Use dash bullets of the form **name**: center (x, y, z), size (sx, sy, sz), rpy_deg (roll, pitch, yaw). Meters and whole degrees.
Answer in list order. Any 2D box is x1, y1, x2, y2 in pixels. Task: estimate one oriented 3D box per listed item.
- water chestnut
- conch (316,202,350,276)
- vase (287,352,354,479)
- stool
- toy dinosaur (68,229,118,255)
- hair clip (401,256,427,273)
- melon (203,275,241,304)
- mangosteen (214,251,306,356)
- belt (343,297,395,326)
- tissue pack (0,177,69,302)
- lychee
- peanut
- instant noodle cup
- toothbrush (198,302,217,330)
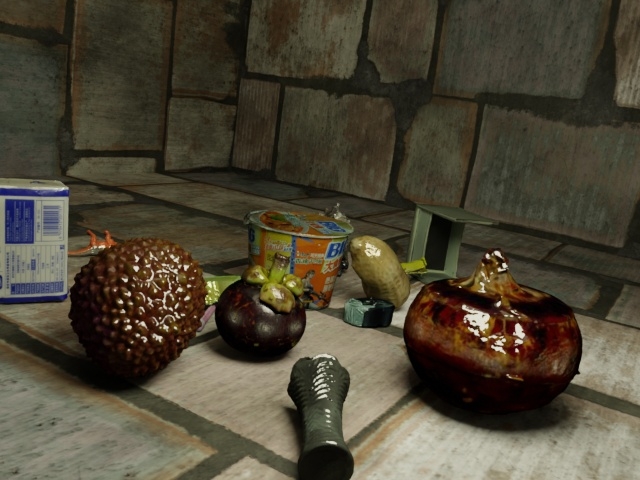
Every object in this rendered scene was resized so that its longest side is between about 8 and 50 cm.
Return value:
- **water chestnut**: center (0.328, 0.164, 1.176), size (0.350, 0.302, 0.350), rpy_deg (6, 8, -1)
- **conch**: center (0.012, -0.005, 1.925), size (0.186, 0.240, 0.313), rpy_deg (26, 4, 17)
- **vase**: center (0.002, 0.276, 0.949), size (0.115, 0.115, 0.237), rpy_deg (7, 14, -4)
- **stool**: center (0.422, 0.024, 2.009), size (0.170, 0.243, 0.270), rpy_deg (3, 13, -20)
- **toy dinosaur**: center (-0.666, 0.013, 1.813), size (0.279, 0.055, 0.101), rpy_deg (3, 36, -33)
- **hair clip**: center (0.253, 0.092, 1.971), size (0.173, 0.046, 0.072), rpy_deg (-13, 38, 0)
- **melon**: center (-0.282, 0.128, 1.459), size (0.209, 0.064, 0.118), rpy_deg (-9, 7, -22)
- **mangosteen**: center (-0.116, 0.129, 1.264), size (0.192, 0.217, 0.192), rpy_deg (14, 9, -2)
- **belt**: center (0.122, 0.178, 1.555), size (0.140, 0.058, 0.105), rpy_deg (-1, 12, -32)
- **tissue pack**: center (-0.677, -0.001, 1.378), size (0.209, 0.269, 0.137), rpy_deg (-2, 14, -25)
- **lychee**: center (-0.327, 0.130, 1.112), size (0.271, 0.271, 0.271), rpy_deg (8, 12, -2)
- **peanut**: center (0.153, 0.085, 1.623), size (0.137, 0.122, 0.253), rpy_deg (30, -21, 42)
- **instant noodle cup**: center (-0.067, 0.051, 1.647), size (0.296, 0.214, 0.296), rpy_deg (7, 12, -2)
- **toothbrush**: center (-0.261, 0.162, 1.477), size (0.025, 0.020, 0.286), rpy_deg (0, 11, 3)
